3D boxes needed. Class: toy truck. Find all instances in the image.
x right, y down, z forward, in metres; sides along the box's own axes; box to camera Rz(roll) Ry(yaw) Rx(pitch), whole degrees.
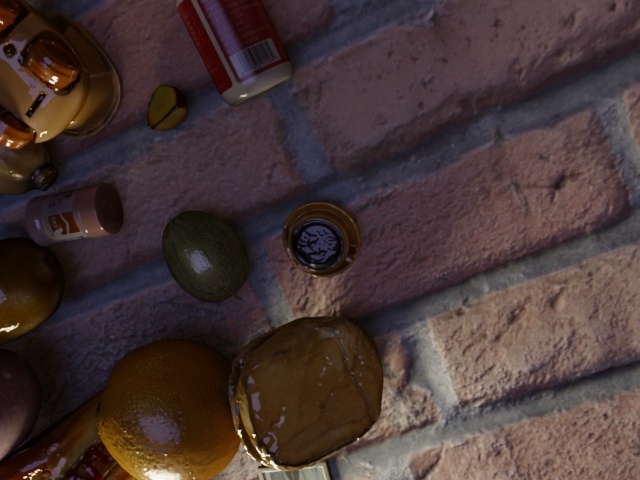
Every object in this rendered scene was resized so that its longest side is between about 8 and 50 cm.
[{"bbox_3d":[-0.506,-0.291,1.272,0.288,0.211,0.204,42,109,-5],"label":"toy truck"}]

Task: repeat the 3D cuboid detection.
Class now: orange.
[{"bbox_3d":[-0.268,0.312,1.357,0.274,0.274,0.274,3,106,11],"label":"orange"}]

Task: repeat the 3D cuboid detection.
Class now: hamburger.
[{"bbox_3d":[-0.021,0.264,1.308,0.283,0.144,0.259,-12,96,-22],"label":"hamburger"}]

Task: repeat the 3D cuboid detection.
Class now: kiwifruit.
[{"bbox_3d":[-0.598,0.095,1.406,0.234,0.196,0.196,-32,97,1],"label":"kiwifruit"}]

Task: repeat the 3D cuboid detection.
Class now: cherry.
[{"bbox_3d":[-0.666,0.330,1.425,0.261,0.307,0.221,-30,84,-23],"label":"cherry"}]

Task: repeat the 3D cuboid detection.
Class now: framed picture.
[{"bbox_3d":[-0.034,0.539,1.501,0.150,0.015,0.203,-10,103,15],"label":"framed picture"}]

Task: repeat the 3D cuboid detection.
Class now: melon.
[{"bbox_3d":[-0.202,0.034,1.334,0.139,0.139,0.192,-33,99,18],"label":"melon"}]

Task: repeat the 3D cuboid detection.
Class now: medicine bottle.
[{"bbox_3d":[-0.151,-0.355,1.218,0.131,0.131,0.250,-24,98,17],"label":"medicine bottle"}]

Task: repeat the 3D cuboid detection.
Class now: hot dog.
[{"bbox_3d":[-0.519,0.467,1.480,0.405,0.223,0.185,-35,93,18],"label":"hot dog"}]

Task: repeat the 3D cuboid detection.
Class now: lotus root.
[{"bbox_3d":[-0.607,-0.176,1.363,0.257,0.140,0.154,29,116,0],"label":"lotus root"}]

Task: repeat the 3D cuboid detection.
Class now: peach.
[{"bbox_3d":[-0.268,-0.231,1.319,0.077,0.050,0.083,21,100,30],"label":"peach"}]

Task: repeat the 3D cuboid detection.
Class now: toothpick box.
[{"bbox_3d":[-0.458,-0.047,1.387,0.149,0.098,0.098,-9,103,16],"label":"toothpick box"}]

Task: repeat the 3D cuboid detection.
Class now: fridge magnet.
[{"bbox_3d":[0.000,0.000,1.319,0.143,0.063,0.143,3,109,9],"label":"fridge magnet"}]
